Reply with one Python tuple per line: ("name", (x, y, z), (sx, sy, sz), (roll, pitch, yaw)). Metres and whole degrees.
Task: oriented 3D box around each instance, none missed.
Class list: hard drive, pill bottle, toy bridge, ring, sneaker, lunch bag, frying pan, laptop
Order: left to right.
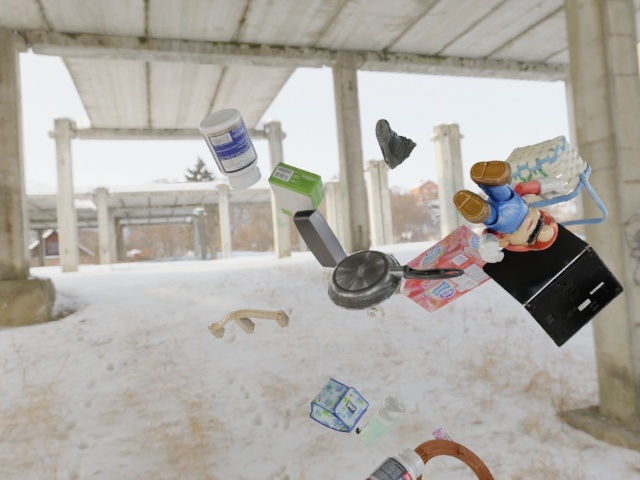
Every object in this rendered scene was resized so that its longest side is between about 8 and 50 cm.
("pill bottle", (-0.313, -0.322, 1.821), (0.153, 0.264, 0.153), (-13, 37, 10))
("toy bridge", (-0.163, 0.173, 1.083), (0.188, 0.026, 0.063), (-13, -45, 23))
("hard drive", (0.000, 0.000, 1.925), (0.054, 0.254, 0.172), (-41, 21, -25))
("lunch bag", (0.060, 0.525, 1.607), (0.151, 0.096, 0.129), (23, 37, 24))
("sneaker", (0.214, 0.644, 1.811), (0.094, 0.151, 0.256), (44, 15, 22))
("frying pan", (0.156, 0.100, 1.235), (0.326, 0.053, 0.197), (10, 50, 39))
("pill bottle", (0.205, 0.671, 1.430), (0.180, 0.107, 0.108), (-30, 12, -31))
("sneaker", (0.290, -0.391, 1.959), (0.130, 0.227, 0.087), (-33, 41, -5))
("ring", (0.445, 0.819, 1.698), (0.337, 0.336, 0.032), (-3, -44, -23))
("laptop", (0.626, 0.105, 1.380), (0.234, 0.264, 0.136), (-44, 15, 4))

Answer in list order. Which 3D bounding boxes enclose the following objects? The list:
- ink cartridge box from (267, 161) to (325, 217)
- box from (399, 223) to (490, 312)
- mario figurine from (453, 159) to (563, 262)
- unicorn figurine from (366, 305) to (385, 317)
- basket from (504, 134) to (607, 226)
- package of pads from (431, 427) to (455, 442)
("ink cartridge box", (-0.081, -0.176, 2.014), (0.189, 0.097, 0.255), (21, -22, 19))
("box", (0.430, 0.102, 1.734), (0.154, 0.142, 0.300), (34, -45, -12))
("mario figurine", (0.424, -0.051, 1.077), (0.198, 0.170, 0.321), (-33, -35, 29))
("unicorn figurine", (0.137, 0.148, 1.300), (0.060, 0.161, 0.111), (-17, -45, 20))
("basket", (0.699, -0.156, 1.566), (0.201, 0.289, 0.255), (-50, 19, -28))
("package of pads", (0.469, 0.754, 1.933), (0.032, 0.083, 0.050), (-37, -11, -38))
